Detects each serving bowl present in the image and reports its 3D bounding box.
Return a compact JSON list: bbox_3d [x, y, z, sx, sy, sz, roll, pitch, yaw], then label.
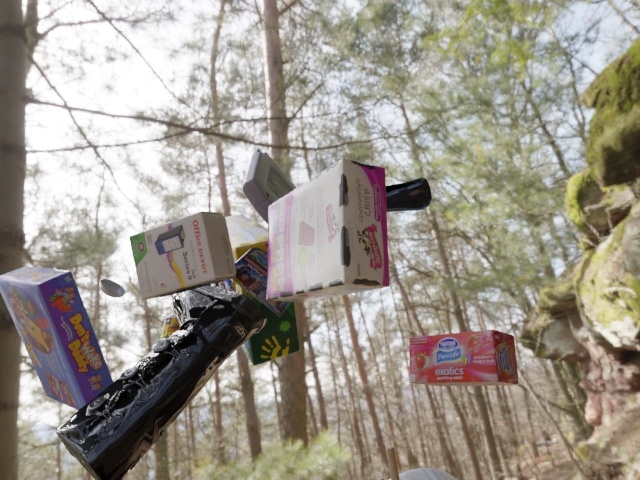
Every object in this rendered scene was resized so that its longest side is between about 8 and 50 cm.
[{"bbox_3d":[-0.651,0.154,1.446,0.027,0.083,0.083,-55,-31,5],"label":"serving bowl"}]

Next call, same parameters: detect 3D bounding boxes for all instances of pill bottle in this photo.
[{"bbox_3d":[-0.533,0.355,1.732,0.117,0.215,0.117,2,-31,1],"label":"pill bottle"}]

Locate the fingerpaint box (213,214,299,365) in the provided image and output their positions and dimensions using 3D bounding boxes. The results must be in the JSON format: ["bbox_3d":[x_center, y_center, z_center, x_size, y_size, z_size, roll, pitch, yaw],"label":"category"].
[{"bbox_3d":[-0.244,0.136,1.534,0.163,0.371,0.445,-13,18,-23],"label":"fingerpaint box"}]

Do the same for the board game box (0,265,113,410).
[{"bbox_3d":[-0.645,0.241,1.142,0.233,0.347,0.078,2,22,36],"label":"board game box"}]

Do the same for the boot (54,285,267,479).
[{"bbox_3d":[-0.380,0.291,1.059,0.367,0.445,0.146,-5,-54,51],"label":"boot"}]

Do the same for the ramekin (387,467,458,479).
[{"bbox_3d":[0.193,0.566,0.856,0.277,0.277,0.135,-3,14,-14],"label":"ramekin"}]

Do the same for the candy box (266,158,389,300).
[{"bbox_3d":[0.000,0.000,0.664,0.071,0.159,0.233,7,-14,-28],"label":"candy box"}]

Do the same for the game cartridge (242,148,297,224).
[{"bbox_3d":[-0.107,-0.101,1.330,0.062,0.198,0.297,-23,-54,27],"label":"game cartridge"}]

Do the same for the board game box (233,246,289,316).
[{"bbox_3d":[-0.120,0.092,1.185,0.194,0.060,0.194,41,-40,-12],"label":"board game box"}]

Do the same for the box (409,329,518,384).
[{"bbox_3d":[0.370,0.315,1.228,0.122,0.128,0.256,21,-27,-40],"label":"box"}]

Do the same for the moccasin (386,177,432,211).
[{"bbox_3d":[0.216,-0.170,1.642,0.341,0.138,0.117,-6,-60,12],"label":"moccasin"}]

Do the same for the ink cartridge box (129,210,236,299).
[{"bbox_3d":[-0.313,0.036,1.057,0.212,0.154,0.093,-15,-6,20],"label":"ink cartridge box"}]

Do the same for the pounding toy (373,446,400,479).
[{"bbox_3d":[0.090,0.377,0.609,0.130,0.141,0.100,39,-43,-4],"label":"pounding toy"}]
